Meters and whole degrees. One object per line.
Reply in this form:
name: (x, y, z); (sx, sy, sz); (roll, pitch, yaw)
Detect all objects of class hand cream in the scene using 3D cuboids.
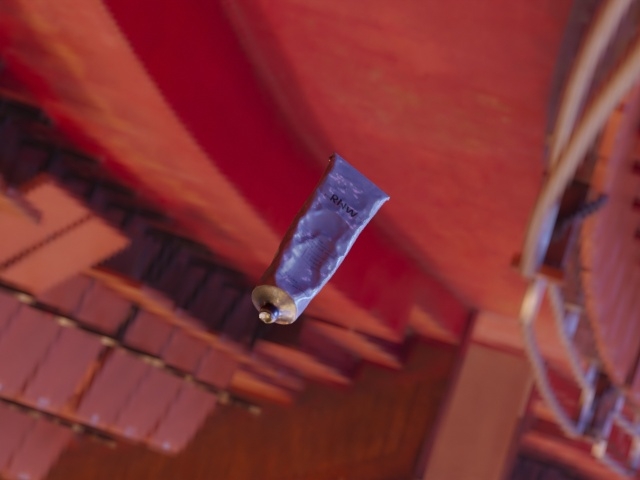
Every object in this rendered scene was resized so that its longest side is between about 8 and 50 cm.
hand cream: (0.000, 0.000, 0.635); (0.030, 0.093, 0.019); (38, 139, -6)
